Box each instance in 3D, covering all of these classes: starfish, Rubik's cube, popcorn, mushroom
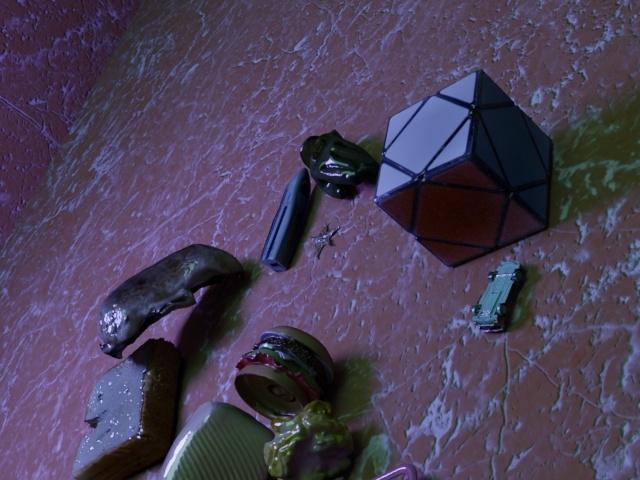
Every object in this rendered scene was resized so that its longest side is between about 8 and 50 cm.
[{"bbox_3d":[0.000,0.000,2.089,0.086,0.016,0.092,-19,45,47],"label":"starfish"},{"bbox_3d":[0.235,-0.115,1.688,0.207,0.205,0.205,-28,37,38],"label":"Rubik's cube"},{"bbox_3d":[-0.021,0.329,1.632,0.145,0.126,0.126,-59,34,27],"label":"popcorn"},{"bbox_3d":[-0.333,0.111,2.190,0.344,0.130,0.247,-34,6,-13],"label":"mushroom"}]

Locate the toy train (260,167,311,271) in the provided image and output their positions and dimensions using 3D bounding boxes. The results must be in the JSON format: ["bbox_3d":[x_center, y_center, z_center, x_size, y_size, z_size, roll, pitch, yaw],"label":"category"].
[{"bbox_3d":[-0.060,-0.055,2.183,0.048,0.055,0.251,-15,48,48],"label":"toy train"}]

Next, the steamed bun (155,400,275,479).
[{"bbox_3d":[-0.190,0.400,1.758,0.238,0.170,0.152,-63,12,-19],"label":"steamed bun"}]

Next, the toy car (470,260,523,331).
[{"bbox_3d":[0.275,0.083,1.581,0.059,0.035,0.122,-10,40,50],"label":"toy car"}]

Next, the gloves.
[{"bbox_3d":[0.025,-0.163,2.156,0.268,0.107,0.135,28,112,59],"label":"gloves"}]

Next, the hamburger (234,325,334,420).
[{"bbox_3d":[-0.056,0.225,1.770,0.175,0.175,0.137,-15,31,47],"label":"hamburger"}]

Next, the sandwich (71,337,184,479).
[{"bbox_3d":[-0.401,0.366,2.156,0.249,0.095,0.273,-35,33,28],"label":"sandwich"}]

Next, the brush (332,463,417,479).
[{"bbox_3d":[0.055,0.392,1.524,0.233,0.047,0.103,-32,32,29],"label":"brush"}]
